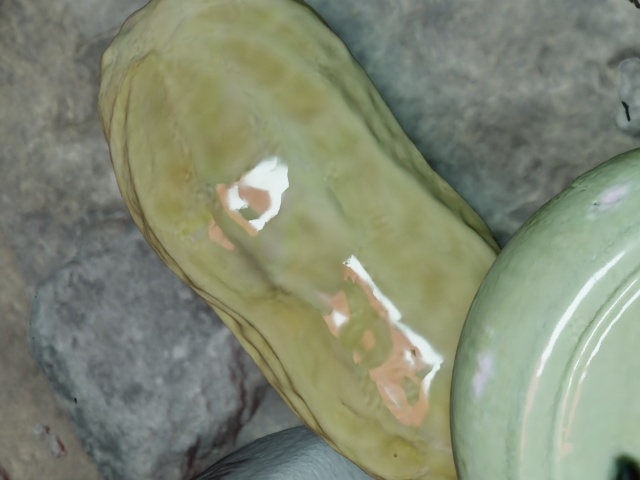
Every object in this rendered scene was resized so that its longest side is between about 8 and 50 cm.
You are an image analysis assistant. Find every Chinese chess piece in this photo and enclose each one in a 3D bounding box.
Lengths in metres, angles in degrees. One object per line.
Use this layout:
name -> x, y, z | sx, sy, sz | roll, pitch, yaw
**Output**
Chinese chess piece -> 0.182, 0.076, 0.632 | 0.250, 0.101, 0.250 | -1, 99, -7

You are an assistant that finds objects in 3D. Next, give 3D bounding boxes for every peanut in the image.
peanut -> 0.000, 0.000, 0.735 | 0.152, 0.152, 0.313 | -38, 86, 27

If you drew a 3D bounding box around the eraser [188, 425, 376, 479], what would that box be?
eraser -> -0.086, 0.192, 0.745 | 0.174, 0.270, 0.095 | -34, 87, 28
